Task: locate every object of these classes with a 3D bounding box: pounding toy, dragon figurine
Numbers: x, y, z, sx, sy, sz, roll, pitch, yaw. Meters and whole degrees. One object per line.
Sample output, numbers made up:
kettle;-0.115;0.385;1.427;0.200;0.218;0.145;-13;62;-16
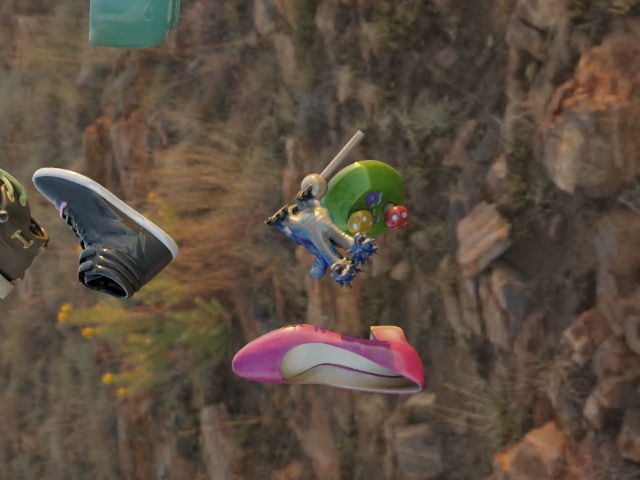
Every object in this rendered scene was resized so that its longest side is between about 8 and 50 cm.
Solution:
pounding toy;0.090;-0.072;2.071;0.183;0.237;0.110;-39;40;2
dragon figurine;0.000;0.000;1.484;0.144;0.085;0.289;50;172;-4

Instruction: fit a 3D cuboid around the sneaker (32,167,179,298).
sneaker;-0.410;-0.009;1.837;0.147;0.296;0.104;-56;-3;-30

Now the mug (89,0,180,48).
mug;-0.207;-0.295;1.173;0.129;0.097;0.157;-117;32;-66

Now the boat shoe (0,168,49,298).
boat shoe;-0.331;-0.028;1.005;0.109;0.091;0.305;40;165;7

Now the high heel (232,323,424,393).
high heel;0.011;0.171;1.363;0.117;0.244;0.082;-111;23;-59
